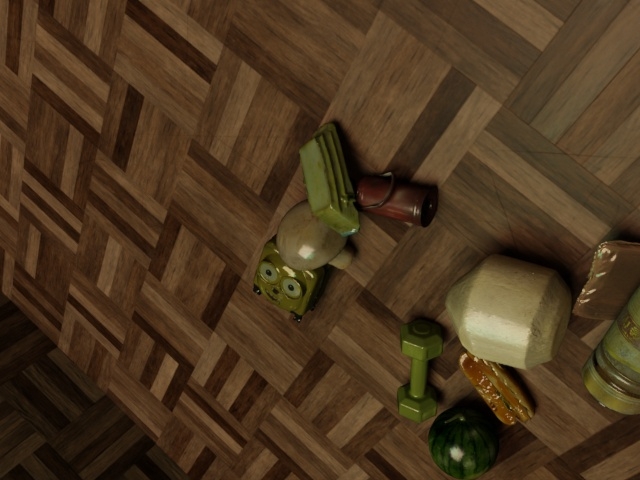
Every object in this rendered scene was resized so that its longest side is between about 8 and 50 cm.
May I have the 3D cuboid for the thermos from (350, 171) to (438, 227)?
[{"bbox_3d":[0.158,-0.100,1.566,0.232,0.099,0.124,15,161,31],"label":"thermos"}]

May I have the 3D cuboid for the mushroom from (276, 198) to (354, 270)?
[{"bbox_3d":[-0.007,-0.017,1.702,0.206,0.209,0.206,-2,86,34],"label":"mushroom"}]

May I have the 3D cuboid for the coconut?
[{"bbox_3d":[0.405,0.154,1.438,0.266,0.237,0.237,16,126,24],"label":"coconut"}]

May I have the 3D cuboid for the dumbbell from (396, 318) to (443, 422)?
[{"bbox_3d":[0.266,0.353,1.760,0.108,0.121,0.302,43,142,49],"label":"dumbbell"}]

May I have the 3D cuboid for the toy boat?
[{"bbox_3d":[0.017,-0.143,1.574,0.111,0.084,0.276,-24,78,58],"label":"toy boat"}]

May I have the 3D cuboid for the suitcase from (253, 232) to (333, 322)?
[{"bbox_3d":[-0.084,0.100,1.842,0.194,0.143,0.235,34,133,16],"label":"suitcase"}]

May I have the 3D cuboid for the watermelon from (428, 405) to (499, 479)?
[{"bbox_3d":[0.378,0.525,1.728,0.188,0.188,0.214,10,121,33],"label":"watermelon"}]

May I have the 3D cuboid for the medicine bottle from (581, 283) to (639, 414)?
[{"bbox_3d":[0.668,0.195,1.314,0.151,0.151,0.322,30,132,19],"label":"medicine bottle"}]

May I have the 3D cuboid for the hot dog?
[{"bbox_3d":[0.446,0.362,1.653,0.109,0.072,0.269,-31,98,43],"label":"hot dog"}]

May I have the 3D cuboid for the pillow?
[{"bbox_3d":[0.606,0.085,1.340,0.135,0.034,0.211,4,127,-6],"label":"pillow"}]
